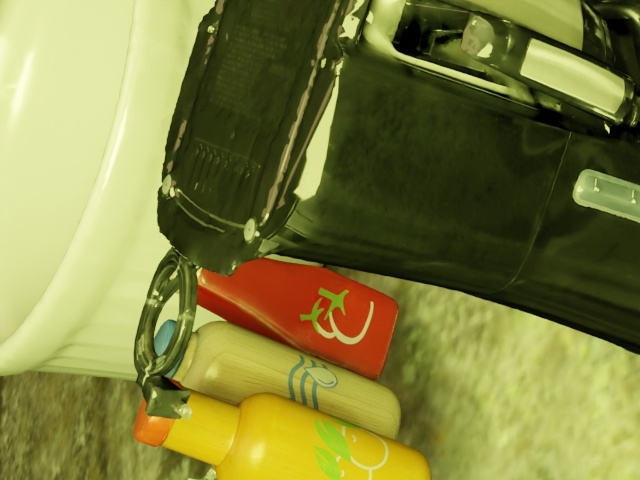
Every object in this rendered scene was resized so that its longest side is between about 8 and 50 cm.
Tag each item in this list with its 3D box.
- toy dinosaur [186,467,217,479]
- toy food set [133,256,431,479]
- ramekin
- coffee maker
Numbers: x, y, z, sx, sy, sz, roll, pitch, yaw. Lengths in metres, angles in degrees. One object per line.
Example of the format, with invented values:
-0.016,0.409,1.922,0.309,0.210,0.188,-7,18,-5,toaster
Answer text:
0.002,0.176,0.593,0.313,0.121,0.160,-150,69,-64,toy dinosaur
0.000,0.000,0.643,0.111,0.104,0.232,-37,33,62,toy food set
-0.092,-0.056,0.848,0.277,0.135,0.277,-36,47,50,ramekin
0.047,-0.019,0.534,0.171,0.178,0.120,-59,32,25,coffee maker
